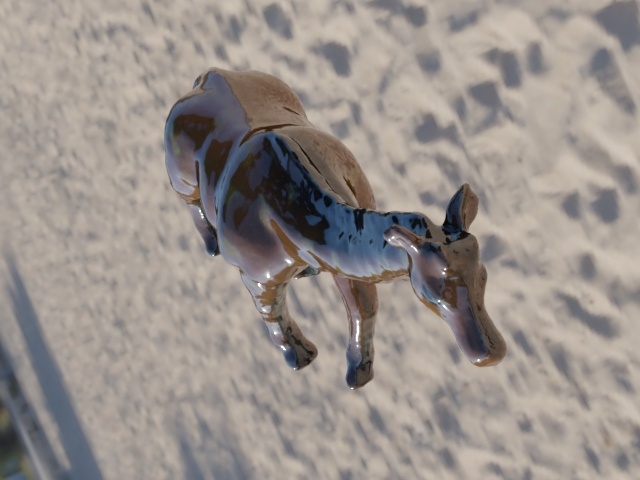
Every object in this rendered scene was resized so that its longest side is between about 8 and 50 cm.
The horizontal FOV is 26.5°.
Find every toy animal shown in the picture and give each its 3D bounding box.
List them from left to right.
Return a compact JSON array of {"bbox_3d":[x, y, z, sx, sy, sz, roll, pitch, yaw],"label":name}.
[{"bbox_3d":[0.000,0.000,0.530,0.224,0.066,0.230,56,163,29],"label":"toy animal"}]
